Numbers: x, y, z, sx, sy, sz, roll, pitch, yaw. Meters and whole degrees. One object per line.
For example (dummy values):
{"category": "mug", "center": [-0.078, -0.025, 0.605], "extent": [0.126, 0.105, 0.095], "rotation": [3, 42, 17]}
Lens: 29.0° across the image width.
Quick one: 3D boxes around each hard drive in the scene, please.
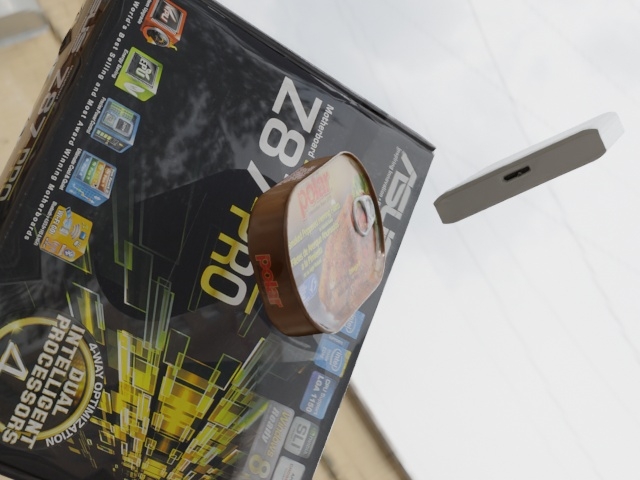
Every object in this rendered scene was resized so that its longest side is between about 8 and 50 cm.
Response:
{"category": "hard drive", "center": [0.265, -0.094, 1.519], "extent": [0.203, 0.307, 0.040], "rotation": [-24, -88, 19]}

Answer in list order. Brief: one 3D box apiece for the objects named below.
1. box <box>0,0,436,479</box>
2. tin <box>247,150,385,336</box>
{"category": "box", "center": [-0.109, 0.026, 0.982], "extent": [0.318, 0.395, 0.097], "rotation": [31, -17, -30]}
{"category": "tin", "center": [0.000, 0.000, 0.878], "extent": [0.040, 0.190, 0.106], "rotation": [-6, -76, 22]}
